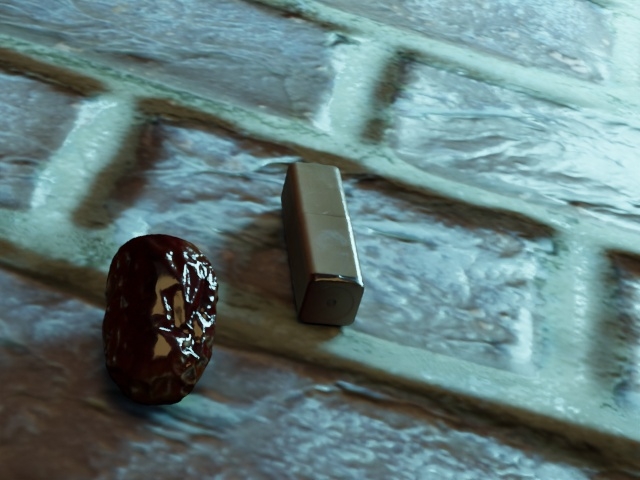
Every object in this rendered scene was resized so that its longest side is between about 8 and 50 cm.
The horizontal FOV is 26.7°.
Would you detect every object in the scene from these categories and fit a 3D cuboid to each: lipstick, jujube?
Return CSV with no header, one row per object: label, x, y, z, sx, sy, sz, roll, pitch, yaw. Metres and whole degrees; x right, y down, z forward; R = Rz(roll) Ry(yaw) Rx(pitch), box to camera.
lipstick,0.000,0.000,1.025,0.045,0.045,0.145,5,38,-12
jujube,-0.105,0.052,0.893,0.077,0.077,0.129,7,43,-12
